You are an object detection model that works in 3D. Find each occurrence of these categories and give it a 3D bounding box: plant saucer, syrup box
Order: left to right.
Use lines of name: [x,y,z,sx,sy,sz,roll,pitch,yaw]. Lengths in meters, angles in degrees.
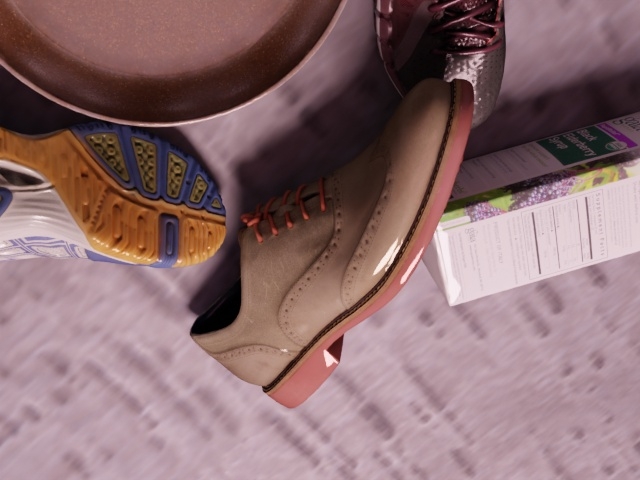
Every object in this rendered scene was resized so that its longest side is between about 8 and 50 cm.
plant saucer: [-0.123,-0.238,0.675,0.311,0.050,0.310,-4,117,-8]
syrup box: [0.205,-0.032,0.817,0.237,0.093,0.096,-17,118,-2]

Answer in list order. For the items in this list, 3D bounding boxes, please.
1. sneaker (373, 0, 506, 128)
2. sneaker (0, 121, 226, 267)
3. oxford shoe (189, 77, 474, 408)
sneaker: [0.099,-0.191,0.677,0.107,0.162,0.281,-15,118,-3]
sneaker: [-0.223,-0.033,0.739,0.297,0.131,0.111,11,70,-33]
oxford shoe: [0.000,0.000,0.757,0.130,0.123,0.348,27,119,-11]
